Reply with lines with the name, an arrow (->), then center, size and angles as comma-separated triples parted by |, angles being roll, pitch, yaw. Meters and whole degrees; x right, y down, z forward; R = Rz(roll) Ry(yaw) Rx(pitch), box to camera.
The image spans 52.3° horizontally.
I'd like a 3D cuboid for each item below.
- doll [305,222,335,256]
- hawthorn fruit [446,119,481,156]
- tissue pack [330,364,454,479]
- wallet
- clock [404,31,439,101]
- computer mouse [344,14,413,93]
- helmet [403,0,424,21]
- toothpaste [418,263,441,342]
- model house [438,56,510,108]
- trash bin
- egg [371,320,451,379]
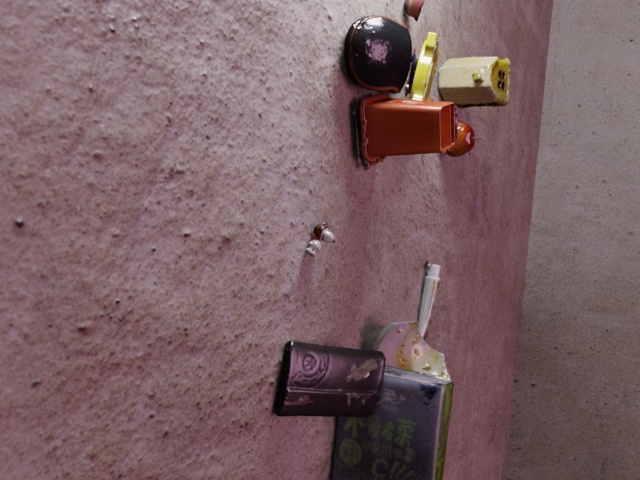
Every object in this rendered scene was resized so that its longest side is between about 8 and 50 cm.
doll -> -0.006, -0.002, 1.526 | 0.085, 0.058, 0.040 | -34, 170, -19
hawthorn fruit -> 0.472, -0.350, 2.222 | 0.125, 0.140, 0.125 | -20, 90, -83
tissue pack -> 0.182, 0.537, 1.715 | 0.124, 0.288, 0.394 | 3, 93, -63
wallet -> 0.033, 0.338, 1.558 | 0.321, 0.044, 0.170 | 14, 83, -40
clock -> 0.276, -0.433, 1.861 | 0.293, 0.071, 0.277 | 57, 48, -75
computer mouse -> 0.168, -0.470, 1.665 | 0.323, 0.116, 0.183 | -17, 116, -59
helmet -> 0.260, -0.665, 1.851 | 0.084, 0.049, 0.065 | 105, -17, -44
toothpaste -> 0.365, 0.237, 2.218 | 0.056, 0.058, 0.314 | -169, -90, -76
model house -> 0.510, -0.542, 2.178 | 0.234, 0.193, 0.175 | 1, 95, -58
trash bin -> 0.216, -0.274, 1.659 | 0.161, 0.238, 0.184 | -32, 124, -55
egg -> 0.237, 0.344, 1.906 | 0.206, 0.162, 0.271 | -41, 107, 1
